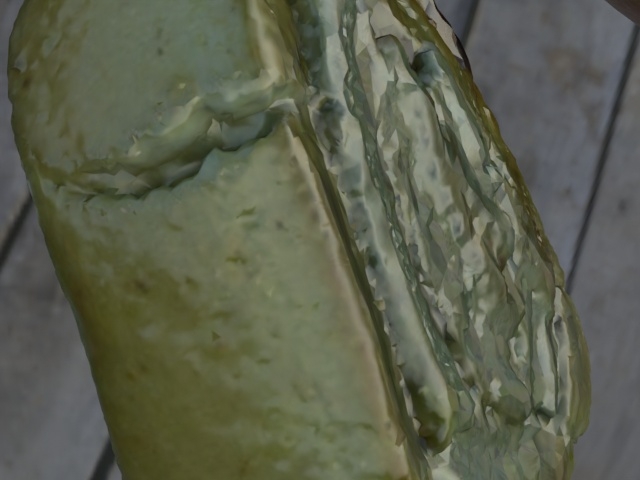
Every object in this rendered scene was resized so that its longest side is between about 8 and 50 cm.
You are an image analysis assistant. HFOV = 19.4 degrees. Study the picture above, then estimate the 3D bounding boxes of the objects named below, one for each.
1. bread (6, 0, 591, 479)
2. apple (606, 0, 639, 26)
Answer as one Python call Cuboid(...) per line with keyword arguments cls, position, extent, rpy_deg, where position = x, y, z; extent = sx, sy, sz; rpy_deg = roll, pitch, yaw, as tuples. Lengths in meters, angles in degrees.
Cuboid(cls="bread", position=(0.000, 0.000, 0.362), extent=(0.064, 0.156, 0.117), rpy_deg=(-14, 18, 26))
Cuboid(cls="apple", position=(0.224, -0.223, 0.739), extent=(0.348, 0.348, 0.277), rpy_deg=(28, 62, 10))
